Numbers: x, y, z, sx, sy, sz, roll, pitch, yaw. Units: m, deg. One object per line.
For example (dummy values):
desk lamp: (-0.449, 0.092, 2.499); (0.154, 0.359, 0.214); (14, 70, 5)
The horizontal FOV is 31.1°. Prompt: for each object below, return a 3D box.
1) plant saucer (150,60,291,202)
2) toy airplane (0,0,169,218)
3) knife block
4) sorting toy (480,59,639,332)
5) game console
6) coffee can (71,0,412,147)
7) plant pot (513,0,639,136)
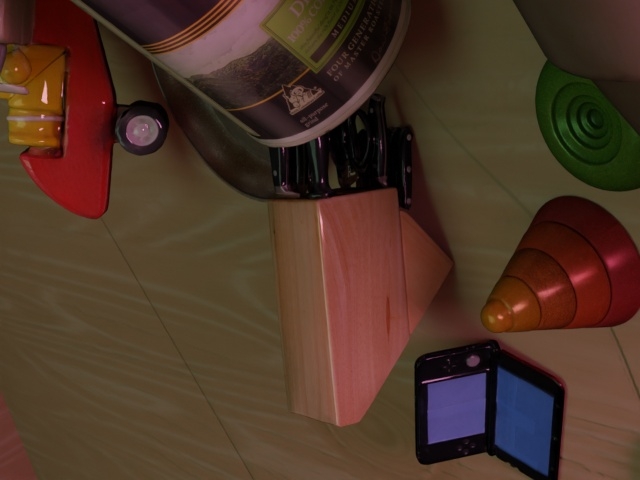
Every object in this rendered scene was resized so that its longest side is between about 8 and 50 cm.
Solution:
plant saucer: (-0.089, -0.192, 1.241); (0.310, 0.050, 0.311); (36, 139, 38)
toy airplane: (-0.356, -0.254, 1.360); (0.386, 0.272, 0.384); (78, 175, -57)
knife block: (0.000, 0.000, 1.082); (0.242, 0.276, 0.088); (43, 159, -28)
sorting toy: (0.178, -0.056, 0.872); (0.127, 0.126, 0.366); (36, 141, 38)
game console: (0.162, 0.179, 1.124); (0.085, 0.124, 0.144); (-114, 17, -55)
coffee can: (-0.085, -0.229, 0.935); (0.275, 0.202, 0.201); (35, 170, -40)
plant pot: (0.282, -0.093, 0.539); (0.323, 0.323, 0.280); (-1, 125, 56)
